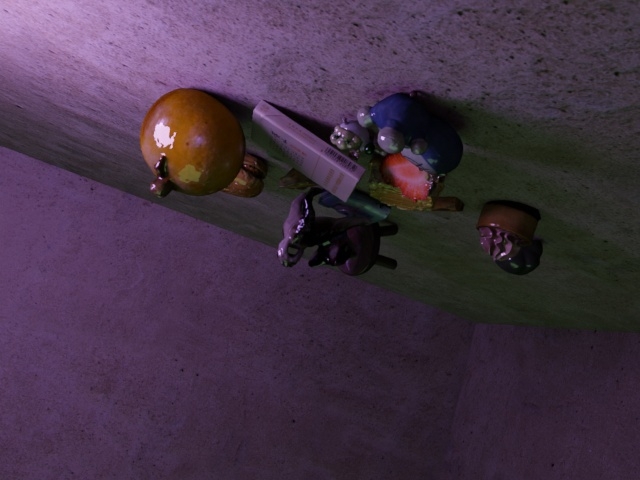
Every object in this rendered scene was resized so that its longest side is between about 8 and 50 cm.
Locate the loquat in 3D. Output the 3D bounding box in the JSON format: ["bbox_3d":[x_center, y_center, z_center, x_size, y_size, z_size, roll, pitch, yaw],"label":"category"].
[{"bbox_3d":[-0.389,-0.270,1.778,0.328,0.360,0.328,23,154,12],"label":"loquat"}]

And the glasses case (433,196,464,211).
[{"bbox_3d":[0.411,-0.122,2.076,0.169,0.041,0.064,4,163,44],"label":"glasses case"}]

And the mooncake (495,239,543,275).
[{"bbox_3d":[0.730,0.039,2.192,0.175,0.169,0.104,-14,156,-7],"label":"mooncake"}]

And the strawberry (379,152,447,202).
[{"bbox_3d":[0.282,-0.208,1.687,0.106,0.175,0.236,-11,-140,-29],"label":"strawberry"}]

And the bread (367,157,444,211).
[{"bbox_3d":[0.259,-0.175,1.854,0.245,0.121,0.174,18,160,15],"label":"bread"}]

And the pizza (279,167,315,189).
[{"bbox_3d":[-0.033,-0.232,2.126,0.204,0.081,0.188,-6,179,38],"label":"pizza"}]

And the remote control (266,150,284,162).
[{"bbox_3d":[-0.102,-0.301,1.952,0.087,0.047,0.244,26,165,-24],"label":"remote control"}]

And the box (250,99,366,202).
[{"bbox_3d":[-0.045,-0.260,1.781,0.365,0.051,0.204,34,164,1],"label":"box"}]

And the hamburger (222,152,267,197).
[{"bbox_3d":[-0.346,-0.259,2.252,0.283,0.145,0.259,21,171,5],"label":"hamburger"}]

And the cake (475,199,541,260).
[{"bbox_3d":[0.608,-0.020,1.953,0.185,0.178,0.207,25,163,-29],"label":"cake"}]

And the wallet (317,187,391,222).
[{"bbox_3d":[0.128,-0.143,2.295,0.250,0.075,0.176,22,163,-18],"label":"wallet"}]

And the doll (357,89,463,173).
[{"bbox_3d":[0.235,-0.256,1.468,0.258,0.154,0.228,35,-167,-36],"label":"doll"}]

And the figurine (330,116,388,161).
[{"bbox_3d":[0.110,-0.274,1.677,0.197,0.094,0.147,28,-177,-44],"label":"figurine"}]

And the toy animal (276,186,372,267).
[{"bbox_3d":[0.000,0.000,2.227,0.344,0.303,0.194,29,166,-30],"label":"toy animal"}]

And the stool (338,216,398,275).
[{"bbox_3d":[0.196,0.021,2.532,0.178,0.272,0.272,8,176,-37],"label":"stool"}]
